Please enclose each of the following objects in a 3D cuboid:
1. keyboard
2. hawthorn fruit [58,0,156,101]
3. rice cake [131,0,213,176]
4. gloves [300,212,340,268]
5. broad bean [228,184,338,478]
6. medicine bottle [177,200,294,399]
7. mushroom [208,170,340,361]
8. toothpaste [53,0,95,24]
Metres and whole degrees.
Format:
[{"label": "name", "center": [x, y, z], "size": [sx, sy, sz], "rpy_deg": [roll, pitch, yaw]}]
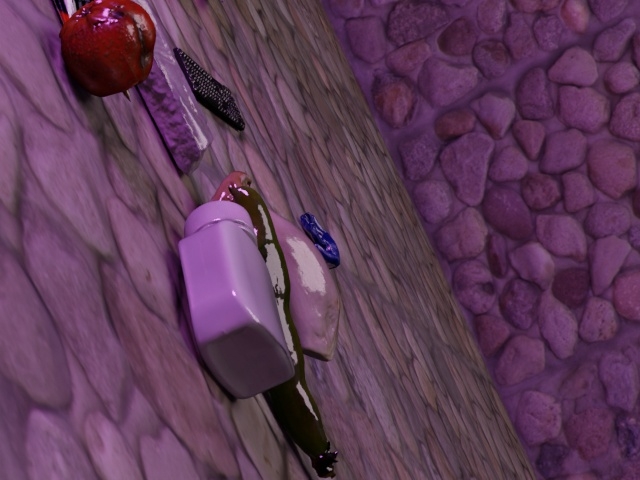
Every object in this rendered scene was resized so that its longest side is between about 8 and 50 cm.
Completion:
[{"label": "keyboard", "center": [-0.133, -0.181, 1.892], "size": [0.061, 0.013, 0.204], "rpy_deg": [67, 9, 14]}, {"label": "hawthorn fruit", "center": [-0.182, -0.164, 1.357], "size": [0.093, 0.093, 0.093], "rpy_deg": [61, 9, -17]}, {"label": "rice cake", "center": [-0.176, -0.192, 1.571], "size": [0.055, 0.049, 0.270], "rpy_deg": [-24, 87, -59]}, {"label": "gloves", "center": [0.000, 0.000, 2.101], "size": [0.086, 0.026, 0.064], "rpy_deg": [62, 11, -11]}, {"label": "broad bean", "center": [-0.044, 0.088, 1.487], "size": [0.060, 0.043, 0.297], "rpy_deg": [-11, 85, -36]}, {"label": "medicine bottle", "center": [-0.079, 0.045, 1.391], "size": [0.119, 0.069, 0.183], "rpy_deg": [56, 13, -41]}, {"label": "mushroom", "center": [-0.047, 0.031, 1.564], "size": [0.088, 0.097, 0.212], "rpy_deg": [-18, -73, 56]}, {"label": "toothpaste", "center": [-0.242, -0.264, 1.431], "size": [0.193, 0.045, 0.071], "rpy_deg": [70, 18, 3]}]
